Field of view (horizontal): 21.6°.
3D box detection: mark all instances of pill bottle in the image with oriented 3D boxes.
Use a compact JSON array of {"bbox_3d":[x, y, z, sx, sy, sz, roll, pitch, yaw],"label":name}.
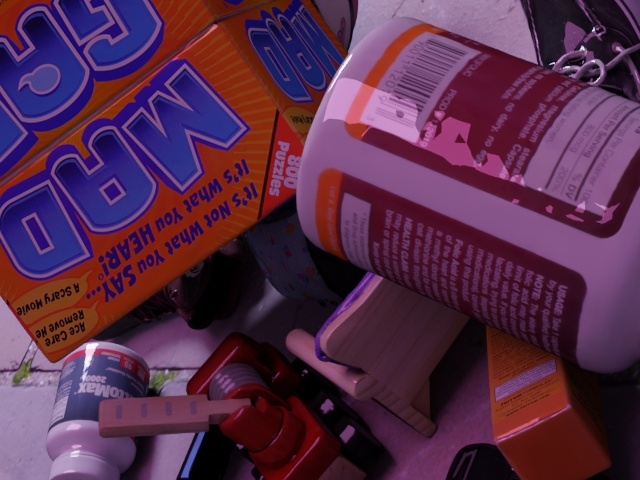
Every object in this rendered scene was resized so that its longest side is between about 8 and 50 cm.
[{"bbox_3d":[0.198,-0.024,1.412,0.392,0.224,0.224,25,76,22],"label":"pill bottle"},{"bbox_3d":[-0.267,0.221,1.991,0.108,0.108,0.180,-27,40,33],"label":"pill bottle"}]

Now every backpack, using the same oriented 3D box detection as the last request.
[{"bbox_3d":[0.000,0.000,1.841,0.115,0.152,0.182,-23,9,-22],"label":"backpack"}]

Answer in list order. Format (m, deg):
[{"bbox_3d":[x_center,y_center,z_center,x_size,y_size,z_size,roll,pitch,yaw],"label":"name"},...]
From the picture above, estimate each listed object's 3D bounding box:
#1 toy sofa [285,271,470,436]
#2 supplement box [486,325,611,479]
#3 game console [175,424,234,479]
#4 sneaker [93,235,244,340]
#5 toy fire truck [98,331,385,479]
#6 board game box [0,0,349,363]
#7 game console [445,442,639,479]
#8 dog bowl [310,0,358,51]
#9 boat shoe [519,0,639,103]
[{"bbox_3d":[0.117,-0.006,1.677,0.362,0.177,0.150,-54,33,-3],"label":"toy sofa"},{"bbox_3d":[0.198,0.123,1.485,0.080,0.078,0.233,-30,23,16],"label":"supplement box"},{"bbox_3d":[-0.132,0.221,1.858,0.107,0.071,0.122,-7,53,48],"label":"game console"},{"bbox_3d":[-0.195,0.069,2.065,0.281,0.106,0.162,-44,45,25],"label":"sneaker"},{"bbox_3d":[-0.094,0.172,1.687,0.158,0.246,0.217,-49,29,3],"label":"toy fire truck"},{"bbox_3d":[-0.196,-0.150,1.789,0.356,0.356,0.356,-35,3,18],"label":"board game box"},{"bbox_3d":[0.230,0.233,1.428,0.361,0.044,0.213,7,62,53],"label":"game console"},{"bbox_3d":[-0.131,-0.313,2.111,0.408,0.408,0.150,-12,33,45],"label":"dog bowl"},{"bbox_3d":[0.254,-0.140,1.545,0.105,0.306,0.113,-20,-9,-43],"label":"boat shoe"}]
